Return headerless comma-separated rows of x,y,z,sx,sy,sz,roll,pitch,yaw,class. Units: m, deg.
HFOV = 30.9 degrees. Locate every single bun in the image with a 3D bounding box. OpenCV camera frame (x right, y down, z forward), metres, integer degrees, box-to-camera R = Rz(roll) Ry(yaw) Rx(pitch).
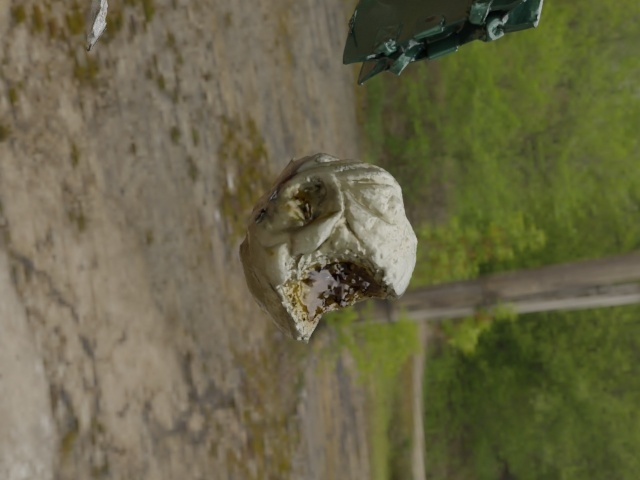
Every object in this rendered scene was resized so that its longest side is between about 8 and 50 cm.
0.000,-0.011,1.703,0.282,0.281,0.205,-88,161,-45,bun

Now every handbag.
0.206,-0.383,1.923,0.089,0.326,0.238,60,28,-30,handbag

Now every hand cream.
-0.315,-0.392,1.607,0.084,0.050,0.257,-84,175,-52,hand cream
